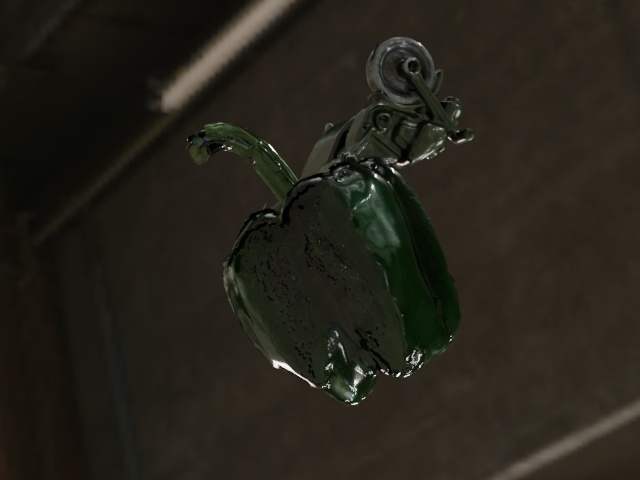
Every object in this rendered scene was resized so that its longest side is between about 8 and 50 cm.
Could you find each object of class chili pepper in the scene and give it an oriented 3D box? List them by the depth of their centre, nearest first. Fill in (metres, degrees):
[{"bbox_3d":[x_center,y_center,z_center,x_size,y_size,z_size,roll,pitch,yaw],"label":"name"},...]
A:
[{"bbox_3d":[0.000,0.000,1.538,0.165,0.174,0.261,-31,-92,43],"label":"chili pepper"}]

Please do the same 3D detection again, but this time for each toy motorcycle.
[{"bbox_3d":[0.042,-0.068,1.989,0.275,0.127,0.205,-65,-165,-16],"label":"toy motorcycle"}]
